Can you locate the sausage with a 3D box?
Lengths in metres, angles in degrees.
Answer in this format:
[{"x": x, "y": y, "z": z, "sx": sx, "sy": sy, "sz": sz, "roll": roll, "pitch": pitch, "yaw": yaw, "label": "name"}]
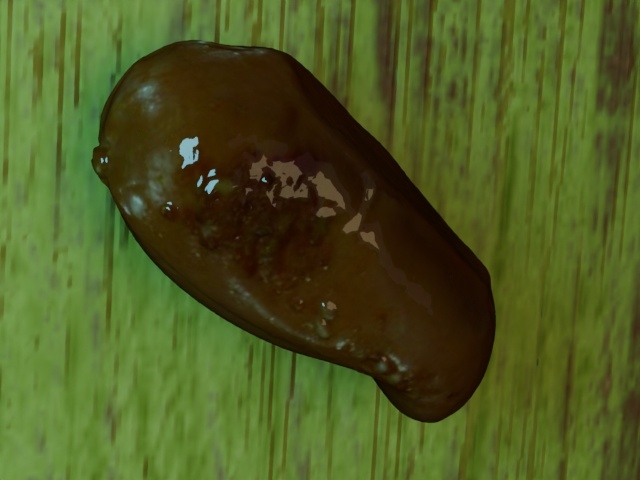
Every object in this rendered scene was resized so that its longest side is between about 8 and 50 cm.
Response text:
[{"x": 0.000, "y": 0.000, "z": 0.624, "sx": 0.179, "sy": 0.089, "sz": 0.089, "roll": 40, "pitch": 76, "yaw": -31, "label": "sausage"}]
